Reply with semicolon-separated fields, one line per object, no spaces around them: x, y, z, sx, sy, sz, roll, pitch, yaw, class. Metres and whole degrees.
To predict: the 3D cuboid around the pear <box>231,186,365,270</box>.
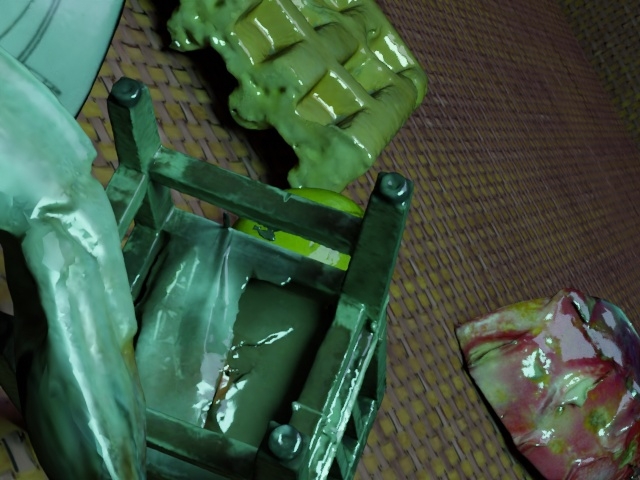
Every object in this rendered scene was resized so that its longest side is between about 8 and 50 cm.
-0.012;0.020;0.677;0.131;0.107;0.107;-23;83;-57;pear

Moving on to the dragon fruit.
0.259;0.157;0.991;0.274;0.126;0.161;32;36;-42;dragon fruit

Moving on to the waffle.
-0.045;-0.212;0.875;0.348;0.077;0.304;52;25;-8;waffle

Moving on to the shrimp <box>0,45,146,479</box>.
-0.157;0.058;0.319;0.247;0.085;0.360;-24;91;-31;shrimp

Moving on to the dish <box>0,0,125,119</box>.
-0.161;-0.194;0.529;0.106;0.316;0.316;17;34;0;dish

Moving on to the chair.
-0.048;0.063;0.527;0.270;0.147;0.136;91;20;-64;chair
